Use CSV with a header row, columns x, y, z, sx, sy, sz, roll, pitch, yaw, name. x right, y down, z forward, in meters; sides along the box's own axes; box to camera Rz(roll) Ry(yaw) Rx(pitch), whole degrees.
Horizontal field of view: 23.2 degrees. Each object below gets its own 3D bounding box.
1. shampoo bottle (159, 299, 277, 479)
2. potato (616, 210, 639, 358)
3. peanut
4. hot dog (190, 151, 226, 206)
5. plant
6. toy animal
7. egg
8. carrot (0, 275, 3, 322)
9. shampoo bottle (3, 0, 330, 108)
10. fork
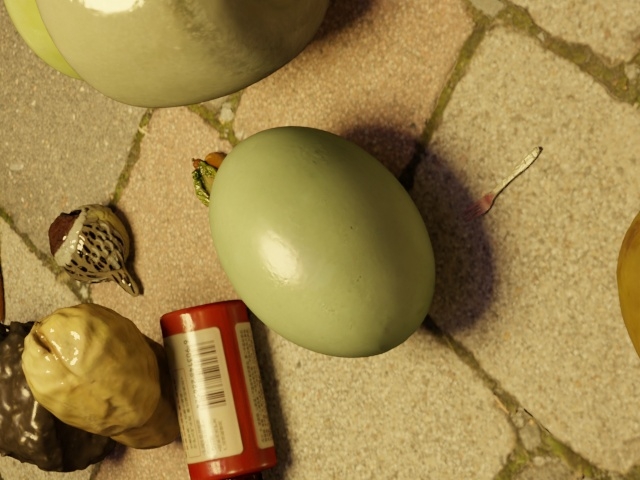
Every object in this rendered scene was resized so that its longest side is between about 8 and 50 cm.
x,y,z,sx,sy,sz,roll,pitch,yaw,name
-0.111,0.213,1.804,0.104,0.104,0.278,-17,82,43,shampoo bottle
0.354,0.059,1.283,0.242,0.242,0.285,-35,67,40,potato
-0.240,0.164,1.812,0.149,0.313,0.149,-3,72,10,peanut
-0.109,-0.056,1.819,0.133,0.041,0.056,44,122,31,hot dog
-0.368,0.193,1.988,0.234,0.204,0.178,13,92,35,plant
-0.286,0.017,1.958,0.098,0.098,0.137,-46,64,36,toy animal
0.000,0.000,1.611,0.282,0.203,0.203,45,122,29,egg
-0.464,0.012,2.165,0.048,0.048,0.216,-4,96,43,carrot
-0.155,-0.301,1.650,0.317,0.322,0.322,4,97,35,shampoo bottle
0.183,-0.056,1.568,0.115,0.012,0.016,-46,68,31,fork
